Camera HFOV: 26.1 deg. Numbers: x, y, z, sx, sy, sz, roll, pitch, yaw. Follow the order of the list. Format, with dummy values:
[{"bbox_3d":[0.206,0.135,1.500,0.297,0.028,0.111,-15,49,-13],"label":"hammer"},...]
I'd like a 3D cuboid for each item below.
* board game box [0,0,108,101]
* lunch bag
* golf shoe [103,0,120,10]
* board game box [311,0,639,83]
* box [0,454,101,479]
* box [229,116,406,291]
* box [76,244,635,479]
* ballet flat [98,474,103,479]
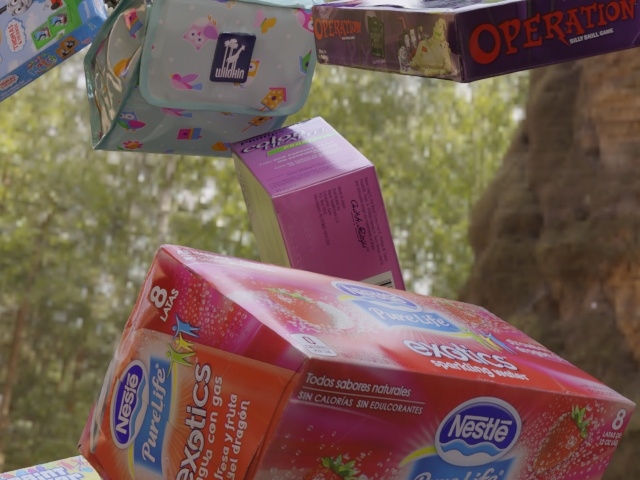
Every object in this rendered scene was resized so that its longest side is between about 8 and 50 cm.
[{"bbox_3d":[-0.374,-0.274,1.755,0.211,0.160,0.039,-31,-36,13],"label":"board game box"},{"bbox_3d":[-0.135,-0.209,1.604,0.223,0.160,0.262,2,-25,-26],"label":"lunch bag"},{"bbox_3d":[-0.215,-0.338,1.944,0.273,0.120,0.105,38,-8,-31],"label":"golf shoe"},{"bbox_3d":[0.192,-0.162,0.930,0.346,0.056,0.208,-14,11,-22],"label":"board game box"},{"bbox_3d":[-0.278,0.412,1.686,0.279,0.177,0.290,27,23,38],"label":"box"},{"bbox_3d":[0.000,0.000,1.549,0.117,0.243,0.214,-18,-70,-9],"label":"box"},{"bbox_3d":[0.025,0.096,0.714,0.257,0.123,0.128,13,14,-43],"label":"box"},{"bbox_3d":[-0.169,0.252,1.526,0.077,0.091,0.241,3,-13,-40],"label":"ballet flat"}]
